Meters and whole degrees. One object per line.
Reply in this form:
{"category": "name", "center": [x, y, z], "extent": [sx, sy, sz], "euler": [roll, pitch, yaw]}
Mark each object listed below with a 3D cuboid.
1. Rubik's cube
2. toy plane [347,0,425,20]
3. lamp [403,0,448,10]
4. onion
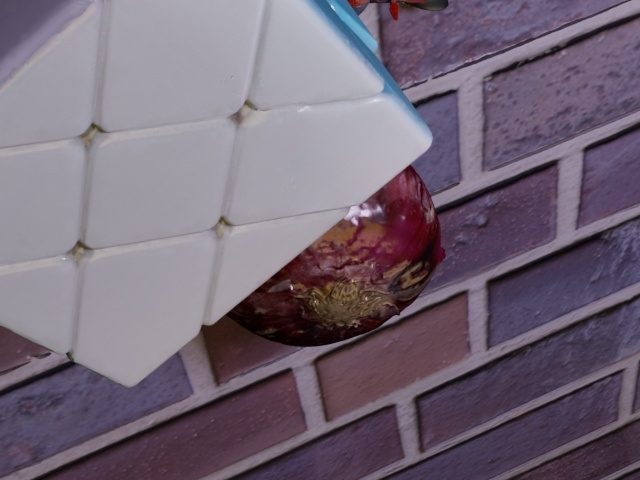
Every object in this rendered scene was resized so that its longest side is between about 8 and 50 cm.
{"category": "Rubik's cube", "center": [-0.167, -0.139, 0.956], "extent": [0.319, 0.316, 0.322], "euler": [-40, 140, 11]}
{"category": "toy plane", "center": [0.027, -0.220, 1.193], "extent": [0.145, 0.037, 0.060], "euler": [-2, 139, 5]}
{"category": "lamp", "center": [0.173, -0.304, 1.166], "extent": [0.283, 0.124, 0.203], "euler": [-31, 152, 3]}
{"category": "onion", "center": [0.000, 0.000, 1.329], "extent": [0.246, 0.190, 0.246], "euler": [-3, 138, -3]}
